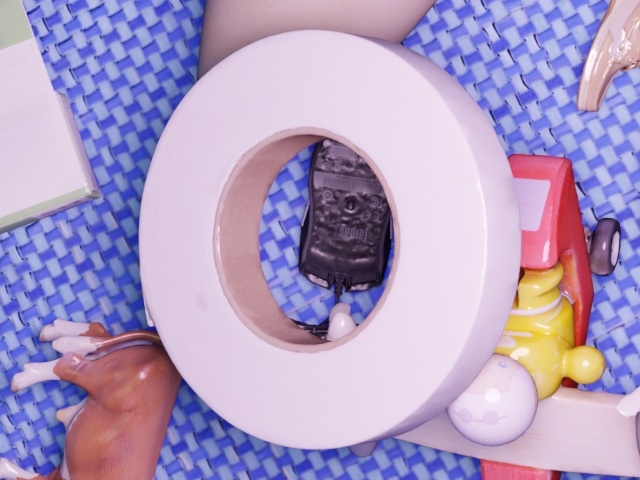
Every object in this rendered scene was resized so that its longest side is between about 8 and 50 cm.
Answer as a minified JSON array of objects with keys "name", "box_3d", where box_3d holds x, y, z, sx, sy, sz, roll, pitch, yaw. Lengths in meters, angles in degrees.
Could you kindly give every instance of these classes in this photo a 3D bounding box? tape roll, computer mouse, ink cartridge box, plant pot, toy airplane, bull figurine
[{"name":"tape roll","box_3d":[0.000,0.000,1.722,0.392,0.072,0.392,1,91,34]},{"name":"computer mouse","box_3d":[-0.010,-0.005,1.941,0.184,0.060,0.262,3,103,2]},{"name":"ink cartridge box","box_3d":[-0.353,-0.128,1.978,0.171,0.056,0.235,-20,86,6]},{"name":"plant pot","box_3d":[-0.012,-0.249,1.859,0.256,0.256,0.274,31,111,5]},{"name":"toy airplane","box_3d":[0.184,0.161,1.804,0.386,0.272,0.384,-40,81,20]},{"name":"bull figurine","box_3d":[-0.242,0.233,1.949,0.188,0.101,0.310,17,93,8]}]

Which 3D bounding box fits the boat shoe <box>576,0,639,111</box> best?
[{"name":"boat shoe","box_3d":[0.312,-0.205,1.895,0.059,0.063,0.170,23,93,12]}]
